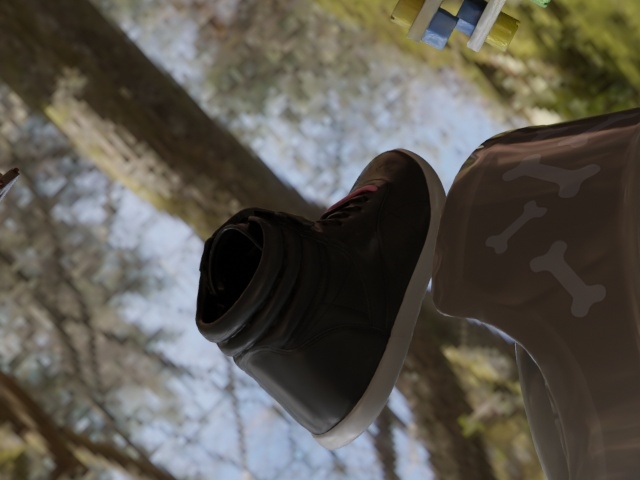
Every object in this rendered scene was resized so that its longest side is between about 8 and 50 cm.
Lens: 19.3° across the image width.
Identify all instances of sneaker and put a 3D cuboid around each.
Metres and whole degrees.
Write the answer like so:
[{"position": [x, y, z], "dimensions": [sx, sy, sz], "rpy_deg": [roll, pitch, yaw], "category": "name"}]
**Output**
[{"position": [0.000, 0.000, 1.369], "dimensions": [0.104, 0.147, 0.296], "rpy_deg": [-35, -155, 37], "category": "sneaker"}]

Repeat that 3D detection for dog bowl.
[{"position": [0.201, 0.086, 0.961], "dimensions": [0.102, 0.349, 0.349], "rpy_deg": [-25, -151, 32], "category": "dog bowl"}]

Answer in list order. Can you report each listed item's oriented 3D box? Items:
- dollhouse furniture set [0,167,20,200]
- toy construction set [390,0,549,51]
[{"position": [-0.404, -0.079, 2.083], "dimensions": [0.129, 0.129, 0.184], "rpy_deg": [-49, -177, 20], "category": "dollhouse furniture set"}, {"position": [0.188, -0.304, 1.501], "dimensions": [0.327, 0.151, 0.215], "rpy_deg": [-44, -171, 41], "category": "toy construction set"}]
